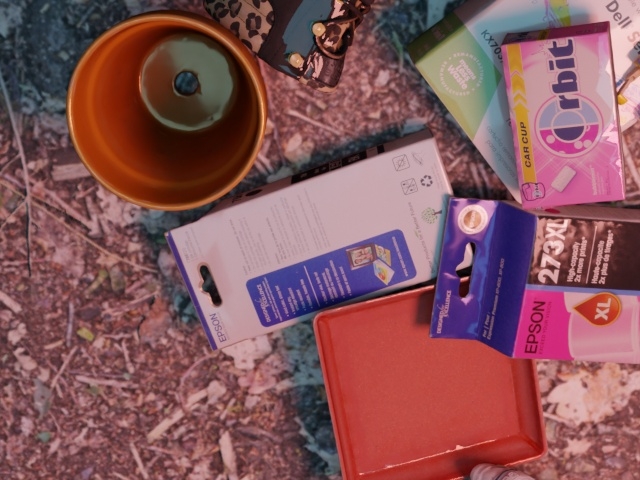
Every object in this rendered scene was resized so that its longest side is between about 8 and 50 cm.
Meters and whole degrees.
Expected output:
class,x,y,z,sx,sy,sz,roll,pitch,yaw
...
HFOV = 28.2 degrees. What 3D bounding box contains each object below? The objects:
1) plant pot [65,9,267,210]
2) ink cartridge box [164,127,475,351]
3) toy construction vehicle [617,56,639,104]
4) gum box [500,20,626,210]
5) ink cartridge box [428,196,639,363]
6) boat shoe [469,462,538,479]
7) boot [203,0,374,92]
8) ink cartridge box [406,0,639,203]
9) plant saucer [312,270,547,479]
class,x,y,z,sx,sy,sz,roll,pitch,yaw
plant pot,-0.154,-0.155,1.387,0.205,0.188,0.205,1,107,2
ink cartridge box,0.000,0.000,1.500,0.333,0.065,0.165,-18,106,4
toy construction vehicle,0.367,-0.166,1.345,0.086,0.035,0.098,32,108,-24
gum box,0.256,-0.125,1.326,0.107,0.062,0.188,-5,109,17
ink cartridge box,0.320,0.050,1.482,0.371,0.069,0.175,4,106,-10
boat shoe,0.264,0.330,1.581,0.083,0.076,0.226,-51,132,-10
boot,0.066,-0.283,1.337,0.377,0.138,0.284,36,108,14
ink cartridge box,0.297,-0.232,1.399,0.353,0.119,0.207,-37,104,10
plant saucer,0.131,0.170,1.535,0.259,0.048,0.259,-13,109,-8
